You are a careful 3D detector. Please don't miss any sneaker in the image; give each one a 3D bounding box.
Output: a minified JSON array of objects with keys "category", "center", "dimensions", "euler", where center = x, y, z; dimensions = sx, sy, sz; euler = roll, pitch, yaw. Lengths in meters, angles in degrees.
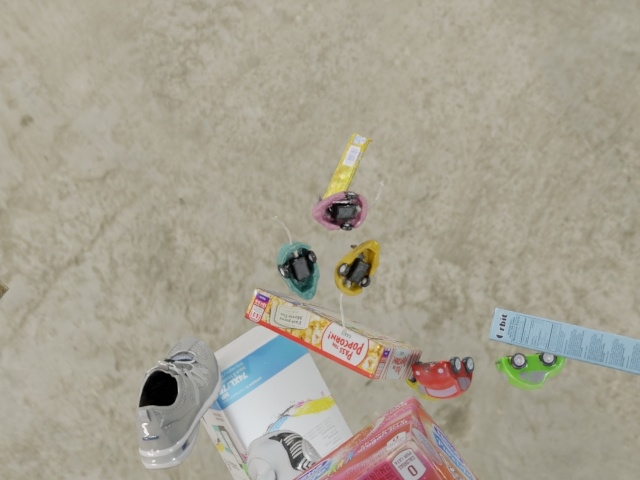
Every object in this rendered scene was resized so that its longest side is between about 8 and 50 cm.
[{"category":"sneaker","center":[-0.069,0.389,1.065],"dimensions":[0.210,0.366,0.137],"euler":[-18,110,-25]},{"category":"sneaker","center":[-0.223,0.225,1.235],"dimensions":[0.105,0.115,0.281],"euler":[-9,26,4]}]

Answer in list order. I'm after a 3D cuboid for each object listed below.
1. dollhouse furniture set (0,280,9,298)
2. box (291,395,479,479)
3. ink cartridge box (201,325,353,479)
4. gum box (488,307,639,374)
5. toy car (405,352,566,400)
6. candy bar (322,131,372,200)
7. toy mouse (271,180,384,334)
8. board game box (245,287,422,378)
[{"category":"dollhouse furniture set","center":[-0.585,0.051,1.214],"dimensions":[0.182,0.161,0.101],"euler":[44,31,-10]},{"category":"box","center":[0.003,0.246,0.580],"dimensions":[0.257,0.128,0.123],"euler":[-37,88,7]},{"category":"ink cartridge box","center":[-0.099,0.322,1.457],"dimensions":[0.197,0.198,0.270],"euler":[-31,96,-25]},{"category":"gum box","center":[0.301,0.122,0.944],"dimensions":[0.184,0.157,0.041],"euler":[13,88,15]},{"category":"toy car","center":[0.233,0.189,1.086],"dimensions":[0.224,0.239,0.053],"euler":[-6,78,1]},{"category":"candy bar","center":[0.039,-0.103,1.270],"dimensions":[0.040,0.018,0.162],"euler":[20,80,23]},{"category":"toy mouse","center":[0.000,0.000,0.776],"dimensions":[0.143,0.031,0.161],"euler":[22,96,-36]},{"category":"board game box","center":[0.019,0.122,1.021],"dimensions":[0.193,0.146,0.045],"euler":[22,90,28]}]
